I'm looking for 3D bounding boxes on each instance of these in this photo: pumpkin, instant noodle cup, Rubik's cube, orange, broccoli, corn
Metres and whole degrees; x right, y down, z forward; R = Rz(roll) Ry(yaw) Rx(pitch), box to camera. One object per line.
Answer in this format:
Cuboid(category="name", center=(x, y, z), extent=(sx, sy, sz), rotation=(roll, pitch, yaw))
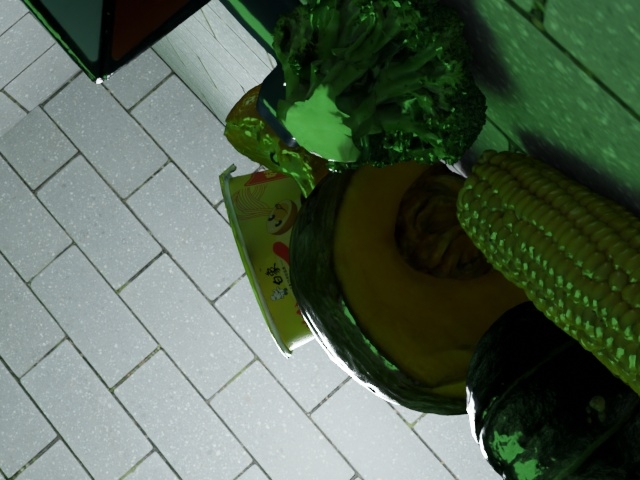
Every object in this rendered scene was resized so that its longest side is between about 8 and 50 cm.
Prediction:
Cuboid(category="pumpkin", center=(0.104, 0.044, 1.008), extent=(0.303, 0.256, 0.225), rotation=(33, 172, 3))
Cuboid(category="instant noodle cup", center=(0.000, 0.000, 1.425), extent=(0.311, 0.222, 0.311), rotation=(-20, -90, -89))
Cuboid(category="pumpkin", center=(0.229, 0.149, 0.793), extent=(0.220, 0.162, 0.220), rotation=(38, -161, -15))
Cuboid(category="Rubik's cube", center=(-0.272, -0.366, 1.133), extent=(0.248, 0.250, 0.246), rotation=(52, 175, -24))
Cuboid(category="orange", center=(-0.008, -0.126, 1.224), extent=(0.237, 0.158, 0.179), rotation=(46, 179, 40))
Cuboid(category="broccoli", center=(0.045, -0.130, 0.732), extent=(0.195, 0.156, 0.195), rotation=(17, 131, 20))
Cuboid(category="corn", center=(0.215, 0.028, 0.693), extent=(0.318, 0.115, 0.115), rotation=(46, 175, 42))

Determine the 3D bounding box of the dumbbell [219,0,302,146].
Cuboid(category="dumbbell", center=(-0.073, -0.246, 0.885), extent=(0.325, 0.160, 0.144), rotation=(48, -153, -3))
